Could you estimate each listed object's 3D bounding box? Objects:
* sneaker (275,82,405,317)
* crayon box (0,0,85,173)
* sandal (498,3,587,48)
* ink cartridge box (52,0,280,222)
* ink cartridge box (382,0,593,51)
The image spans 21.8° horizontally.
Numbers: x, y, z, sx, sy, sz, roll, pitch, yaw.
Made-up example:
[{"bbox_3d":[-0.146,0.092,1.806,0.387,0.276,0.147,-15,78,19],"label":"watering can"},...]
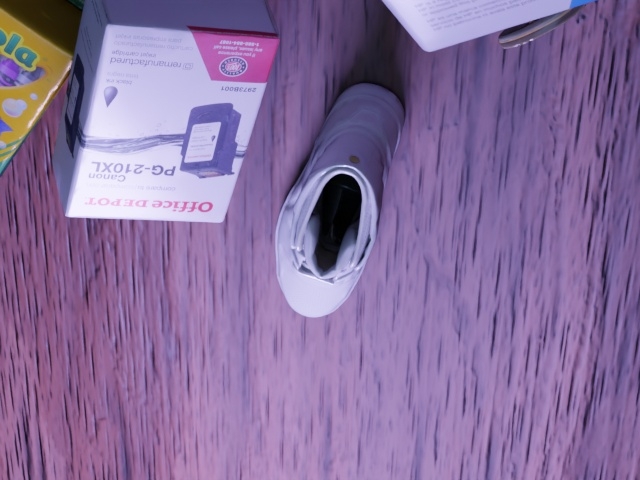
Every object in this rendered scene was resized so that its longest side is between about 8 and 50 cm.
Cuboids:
[{"bbox_3d":[0.000,0.000,1.679,0.108,0.169,0.292,17,129,2],"label":"sneaker"},{"bbox_3d":[-0.368,-0.193,1.707,0.203,0.083,0.323,35,127,-9],"label":"crayon box"},{"bbox_3d":[0.231,-0.236,1.503,0.180,0.072,0.049,-35,94,32],"label":"sandal"},{"bbox_3d":[-0.157,-0.136,1.631,0.172,0.100,0.237,2,131,-21],"label":"ink cartridge box"},{"bbox_3d":[0.120,-0.351,1.295,0.285,0.166,0.395,-14,146,26],"label":"ink cartridge box"}]
